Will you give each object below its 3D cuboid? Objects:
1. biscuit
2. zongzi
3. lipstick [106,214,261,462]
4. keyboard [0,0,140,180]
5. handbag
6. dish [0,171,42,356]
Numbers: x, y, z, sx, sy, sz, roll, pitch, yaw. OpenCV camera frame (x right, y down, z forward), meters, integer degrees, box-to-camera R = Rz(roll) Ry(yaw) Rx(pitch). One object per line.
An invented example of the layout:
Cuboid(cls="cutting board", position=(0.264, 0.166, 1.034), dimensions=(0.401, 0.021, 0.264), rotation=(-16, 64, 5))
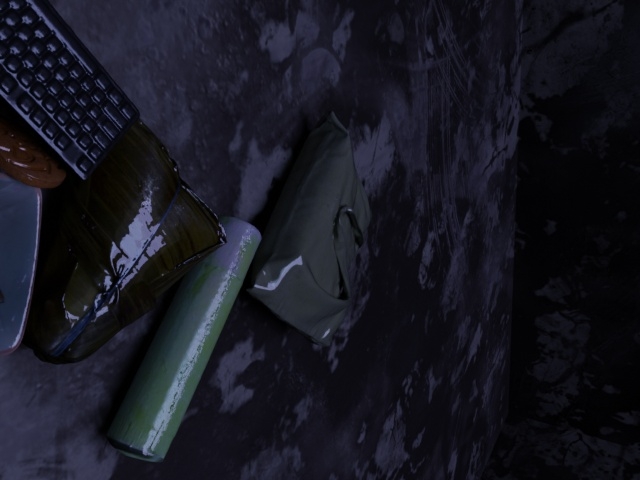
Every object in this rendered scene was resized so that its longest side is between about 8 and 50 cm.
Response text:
Cuboid(cls="biscuit", position=(-0.257, -0.078, 0.526), dimensions=(0.015, 0.091, 0.078), rotation=(-50, 175, 14))
Cuboid(cls="zongzi", position=(-0.229, -0.027, 0.591), dimensions=(0.221, 0.112, 0.242), rotation=(-48, 121, -34))
Cuboid(cls="lipstick", position=(-0.162, 0.114, 0.767), dimensions=(0.076, 0.076, 0.304), rotation=(52, 53, -53))
Cuboid(cls="keyboard", position=(-0.265, -0.184, 0.478), dimensions=(0.310, 0.018, 0.101), rotation=(54, 50, -35))
Cuboid(cls="handbag", position=(0.002, -0.001, 0.982), dimensions=(0.253, 0.109, 0.316), rotation=(62, 41, -53))
Cuboid(cls="dish", position=(-0.327, 0.013, 0.453), dimensions=(0.234, 0.064, 0.154), rotation=(6, 93, -62))
